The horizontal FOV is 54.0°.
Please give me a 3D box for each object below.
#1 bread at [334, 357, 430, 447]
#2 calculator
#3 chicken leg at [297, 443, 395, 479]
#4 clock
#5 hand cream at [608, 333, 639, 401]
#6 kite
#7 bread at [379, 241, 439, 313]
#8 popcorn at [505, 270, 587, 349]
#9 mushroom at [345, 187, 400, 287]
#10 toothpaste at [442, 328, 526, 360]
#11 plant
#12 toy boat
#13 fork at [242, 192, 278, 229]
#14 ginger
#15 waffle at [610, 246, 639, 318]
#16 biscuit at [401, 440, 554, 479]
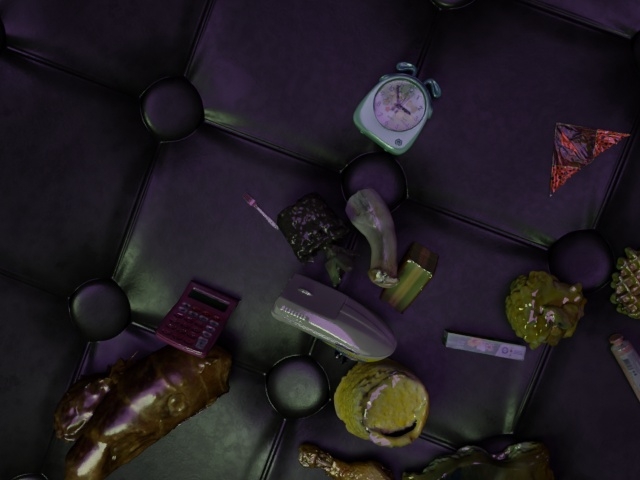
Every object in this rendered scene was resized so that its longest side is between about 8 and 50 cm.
[{"bbox_3d":[0.136,0.353,1.368,0.197,0.170,0.197,1,85,-8],"label":"bread"},{"bbox_3d":[-0.271,0.172,1.389,0.126,0.191,0.034,24,132,3],"label":"calculator"},{"bbox_3d":[0.062,0.531,1.421,0.251,0.087,0.107,21,82,8],"label":"chicken leg"},{"bbox_3d":[0.176,-0.296,1.396,0.148,0.060,0.189,39,93,2],"label":"clock"},{"bbox_3d":[0.712,0.300,1.401,0.067,0.043,0.210,-32,95,6],"label":"hand cream"},{"bbox_3d":[0.566,-0.215,1.404,0.222,0.008,0.125,-37,89,4],"label":"kite"},{"bbox_3d":[0.201,0.086,1.432,0.074,0.084,0.139,31,124,1],"label":"bread"},{"bbox_3d":[0.492,0.145,1.365,0.173,0.142,0.174,-5,68,13],"label":"popcorn"},{"bbox_3d":[0.126,-0.004,1.384,0.092,0.081,0.223,-15,78,-9],"label":"mushroom"},{"bbox_3d":[0.366,0.235,1.413,0.178,0.043,0.037,9,90,3],"label":"toothpaste"},{"bbox_3d":[0.000,0.000,1.384,0.131,0.142,0.203,-40,81,-6],"label":"plant"},{"bbox_3d":[0.026,0.184,1.358,0.269,0.141,0.141,35,93,0],"label":"toy boat"},{"bbox_3d":[-0.136,-0.066,1.447,0.115,0.012,0.016,44,97,-4],"label":"fork"},{"bbox_3d":[-0.398,0.333,1.387,0.418,0.176,0.254,-34,49,-9],"label":"ginger"},{"bbox_3d":[0.738,0.099,1.392,0.183,0.036,0.169,15,90,1],"label":"waffle"},{"bbox_3d":[0.372,0.564,1.409,0.329,0.078,0.335,40,96,-3],"label":"biscuit"}]
